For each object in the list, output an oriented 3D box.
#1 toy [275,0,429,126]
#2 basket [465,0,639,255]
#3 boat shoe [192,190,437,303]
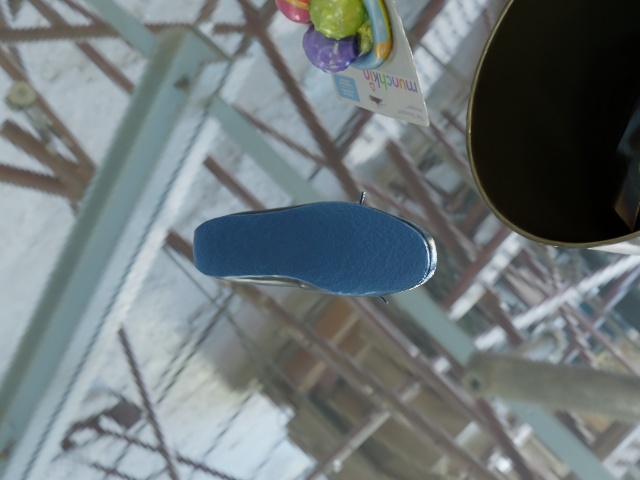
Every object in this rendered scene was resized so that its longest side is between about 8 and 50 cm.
[{"bbox_3d":[0.000,-0.198,1.057,0.056,0.137,0.237,-27,117,-22],"label":"toy"},{"bbox_3d":[0.209,-0.067,0.735,0.204,0.154,0.227,-55,148,10],"label":"basket"},{"bbox_3d":[0.000,0.000,1.314,0.089,0.258,0.109,3,96,-62],"label":"boat shoe"}]
